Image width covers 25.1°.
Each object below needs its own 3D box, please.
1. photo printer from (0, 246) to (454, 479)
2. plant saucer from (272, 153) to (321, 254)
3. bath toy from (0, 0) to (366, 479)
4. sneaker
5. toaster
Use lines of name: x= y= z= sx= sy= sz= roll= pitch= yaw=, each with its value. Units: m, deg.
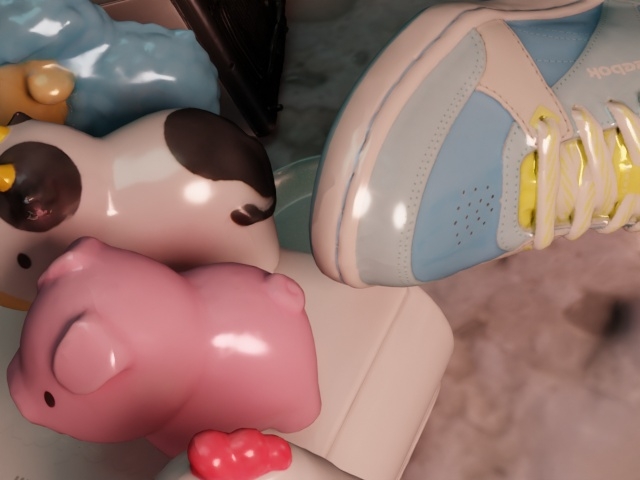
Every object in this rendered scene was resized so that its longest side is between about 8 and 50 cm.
photo printer: x=-0.105 y=0.137 z=0.702 sx=0.256 sy=0.107 sz=0.307 roll=12 pitch=56 yaw=28
plant saucer: x=0.000 y=0.000 z=0.837 sx=0.119 sy=0.021 sz=0.119 roll=-10 pitch=48 yaw=12
bath toy: x=-0.074 y=0.028 z=0.624 sx=0.151 sy=0.129 sz=0.348 roll=-23 pitch=49 yaw=-3
sneaker: x=0.154 y=-0.042 z=0.689 sx=0.208 sy=0.127 sz=0.319 roll=22 pitch=36 yaw=30
toaster: x=-0.089 y=-0.161 z=0.912 sx=0.110 sy=0.186 sz=0.168 roll=-7 pitch=57 yaw=18
